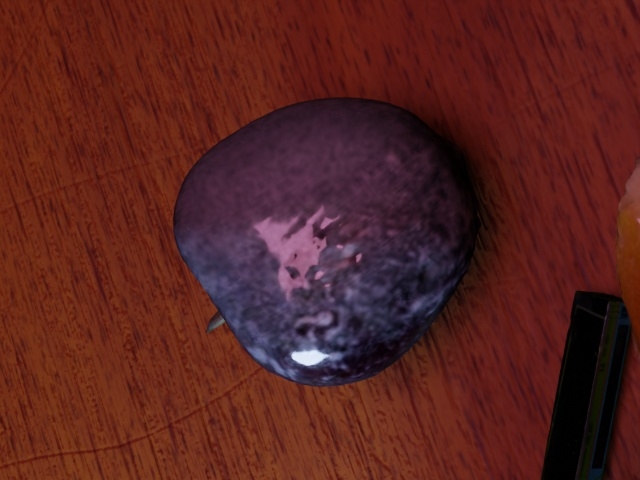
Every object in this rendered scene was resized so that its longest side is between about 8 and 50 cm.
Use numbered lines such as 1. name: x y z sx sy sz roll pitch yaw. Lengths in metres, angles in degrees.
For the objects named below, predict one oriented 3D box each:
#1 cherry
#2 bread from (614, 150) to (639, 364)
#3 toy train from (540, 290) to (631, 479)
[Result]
1. cherry: 0.000 0.000 1.509 0.296 0.218 0.255 -37 67 12
2. bread: 0.418 0.059 1.138 0.371 0.279 0.390 -18 85 63
3. toy train: 0.233 0.151 1.461 0.044 0.042 0.209 20 102 54
